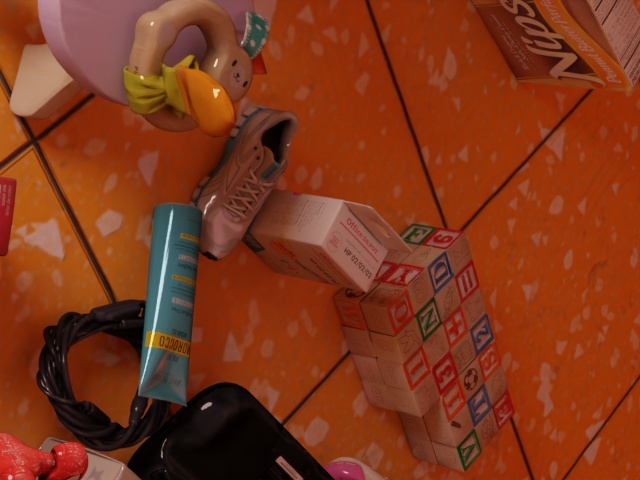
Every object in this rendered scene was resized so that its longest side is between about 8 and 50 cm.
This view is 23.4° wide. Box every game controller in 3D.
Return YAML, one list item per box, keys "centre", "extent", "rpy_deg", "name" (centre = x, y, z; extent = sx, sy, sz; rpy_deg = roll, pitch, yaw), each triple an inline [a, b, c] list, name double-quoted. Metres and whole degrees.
- centre: [-0.083, 0.289, 1.753]
  extent: [0.166, 0.067, 0.319]
  rpy_deg: [-48, 132, -10]
  name: "game controller"

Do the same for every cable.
- centre: [-0.222, 0.142, 1.581]
  extent: [0.184, 0.047, 0.150]
  rpy_deg: [-17, 99, -56]
  name: "cable"

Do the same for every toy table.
- centre: [-0.201, -0.225, 1.440]
  extent: [0.274, 0.161, 0.252]
  rpy_deg: [29, 81, -56]
  name: "toy table"

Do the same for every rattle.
- centre: [-0.069, -0.155, 1.402]
  extent: [0.200, 0.143, 0.130]
  rpy_deg: [-2, 92, -50]
  name: "rattle"

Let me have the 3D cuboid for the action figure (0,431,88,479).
- centre: [-0.290, 0.223, 1.083]
  extent: [0.280, 0.091, 0.139]
  rpy_deg: [-19, 120, -21]
  name: "action figure"

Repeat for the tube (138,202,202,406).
- centre: [-0.158, 0.066, 1.614]
  extent: [0.080, 0.052, 0.207]
  rpy_deg: [21, 68, -50]
  name: "tube"

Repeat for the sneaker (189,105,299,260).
- centre: [-0.079, -0.067, 1.681]
  extent: [0.071, 0.083, 0.190]
  rpy_deg: [31, 73, -29]
  name: "sneaker"

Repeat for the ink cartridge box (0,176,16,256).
- centre: [-0.372, -0.034, 1.332]
  extent: [0.175, 0.127, 0.072]
  rpy_deg: [8, 91, -49]
  name: "ink cartridge box"

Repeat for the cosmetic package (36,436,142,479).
- centre: [-0.200, 0.350, 1.605]
  extent: [0.153, 0.129, 0.296]
  rpy_deg: [-57, 134, -22]
  name: "cosmetic package"

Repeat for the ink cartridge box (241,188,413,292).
- centre: [0.000, 0.000, 1.717]
  extent: [0.104, 0.181, 0.061]
  rpy_deg: [45, 65, -43]
  name: "ink cartridge box"

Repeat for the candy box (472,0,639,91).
- centre: [0.283, -0.327, 1.968]
  extent: [0.087, 0.183, 0.316]
  rpy_deg: [-58, 134, -22]
  name: "candy box"

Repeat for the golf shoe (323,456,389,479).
- centre: [0.089, 0.355, 1.968]
  extent: [0.306, 0.115, 0.140]
  rpy_deg: [55, 32, -35]
  name: "golf shoe"

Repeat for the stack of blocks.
- centre: [0.138, 0.150, 1.974]
  extent: [0.171, 0.087, 0.297]
  rpy_deg: [-42, 127, -35]
  name: "stack of blocks"
